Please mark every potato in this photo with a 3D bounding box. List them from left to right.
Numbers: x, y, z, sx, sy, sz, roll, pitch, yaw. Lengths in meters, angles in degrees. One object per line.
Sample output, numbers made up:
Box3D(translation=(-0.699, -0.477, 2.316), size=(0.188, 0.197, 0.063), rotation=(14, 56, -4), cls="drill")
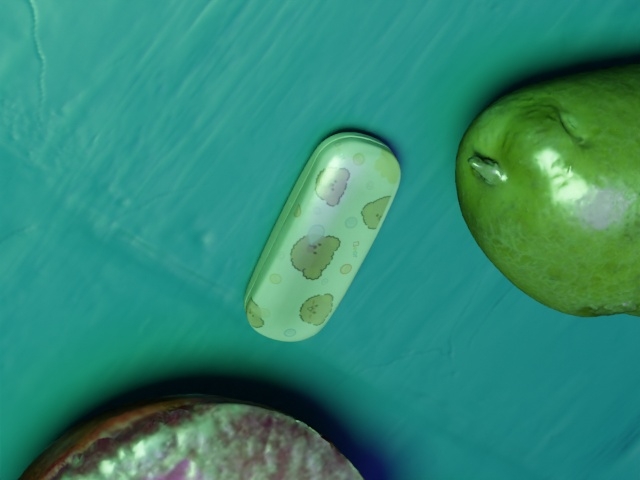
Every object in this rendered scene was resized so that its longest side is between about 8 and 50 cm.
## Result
Box3D(translation=(0.196, -0.035, 0.853), size=(0.251, 0.159, 0.174), rotation=(4, 94, -29), cls="potato")

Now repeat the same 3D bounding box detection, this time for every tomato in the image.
Box3D(translation=(-0.086, 0.253, 0.946), size=(0.335, 0.176, 0.290), rotation=(40, 87, -18), cls="tomato")

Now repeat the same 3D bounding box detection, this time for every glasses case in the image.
Box3D(translation=(0.000, 0.000, 0.889), size=(0.063, 0.041, 0.164), rotation=(17, 115, -22), cls="glasses case")
